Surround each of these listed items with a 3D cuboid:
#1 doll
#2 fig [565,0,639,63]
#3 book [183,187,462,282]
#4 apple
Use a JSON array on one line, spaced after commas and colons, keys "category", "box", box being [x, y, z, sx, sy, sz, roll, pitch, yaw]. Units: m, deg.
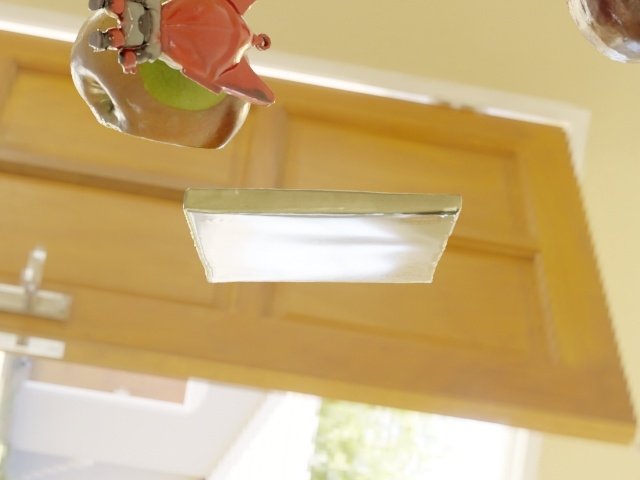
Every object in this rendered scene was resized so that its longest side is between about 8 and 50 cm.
[{"category": "doll", "box": [-0.106, -0.168, 1.236, 0.057, 0.169, 0.109, -8, -98, 45]}, {"category": "fig", "box": [0.374, -0.319, 1.741, 0.224, 0.263, 0.224, -35, -153, 21]}, {"category": "book", "box": [0.000, 0.000, 1.596, 0.379, 0.264, 0.031, 89, 2, -79]}, {"category": "apple", "box": [-0.150, -0.155, 1.420, 0.146, 0.147, 0.163, 1, -73, 64]}]
